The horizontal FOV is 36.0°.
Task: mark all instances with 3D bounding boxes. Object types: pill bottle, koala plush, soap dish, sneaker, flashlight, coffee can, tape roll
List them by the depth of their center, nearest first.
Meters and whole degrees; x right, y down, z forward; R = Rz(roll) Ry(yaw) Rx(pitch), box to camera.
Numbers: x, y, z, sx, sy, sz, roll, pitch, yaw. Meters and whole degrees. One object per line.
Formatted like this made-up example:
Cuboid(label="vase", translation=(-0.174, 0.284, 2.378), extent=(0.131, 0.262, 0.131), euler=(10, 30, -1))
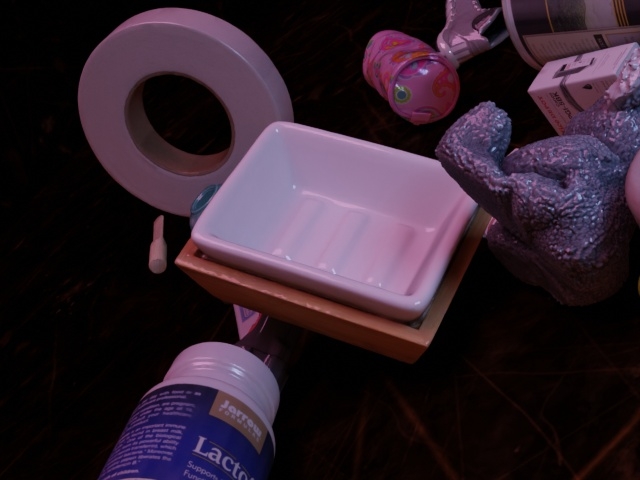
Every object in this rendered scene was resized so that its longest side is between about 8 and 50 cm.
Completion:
Cuboid(label="koala plush", translation=(0.268, -0.066, 0.937), extent=(0.221, 0.196, 0.203), euler=(-38, 32, -5))
Cuboid(label="pill bottle", translation=(-0.130, 0.228, 0.960), extent=(0.153, 0.153, 0.265), euler=(-25, 24, 27))
Cuboid(label="soap dish", translation=(0.024, 0.000, 1.079), extent=(0.290, 0.118, 0.229), euler=(17, 52, 19))
Cuboid(label="coffee can", translation=(0.380, -0.301, 1.146), extent=(0.275, 0.201, 0.201), euler=(6, 46, 47))
Cuboid(label="flashlight", translation=(-0.046, 0.067, 1.192), extent=(0.103, 0.103, 0.304), euler=(17, 62, 16))
Cuboid(label="sneaker", translation=(0.286, -0.387, 1.723), extent=(0.132, 0.086, 0.229), euler=(-17, 38, 32))
Cuboid(label="tape roll", translation=(-0.238, -0.216, 1.746), extent=(0.392, 0.392, 0.072), euler=(-24, 25, 30))

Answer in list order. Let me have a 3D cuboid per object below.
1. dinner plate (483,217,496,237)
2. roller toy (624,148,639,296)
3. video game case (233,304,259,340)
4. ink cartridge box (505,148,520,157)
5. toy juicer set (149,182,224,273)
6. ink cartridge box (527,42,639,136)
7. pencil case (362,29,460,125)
Cuboid(label="dinner plate", translation=(0.243, -0.041, 1.116), extent=(0.141, 0.017, 0.141), euler=(-33, 13, 9))
Cuboid(label="roller toy", translation=(0.350, -0.040, 0.782), extent=(0.191, 0.146, 0.209), euler=(-11, 32, 48))
Cuboid(label="video game case", translation=(0.000, 0.000, 1.400), extent=(0.300, 0.036, 0.329), euler=(-35, 21, 4))
Cuboid(label="ink cartridge box", translation=(0.230, -0.075, 1.209), extent=(0.083, 0.028, 0.048), euler=(-41, 21, -11))
Cuboid(label="toy juicer set", translation=(-0.177, -0.020, 1.657), extent=(0.329, 0.089, 0.209), euler=(-29, 30, 31))
Cuboid(label="ink cartridge box", translation=(0.326, -0.166, 1.150), extent=(0.056, 0.099, 0.135), euler=(-53, 25, -23))
Cuboid(label="pencil case", translation=(0.146, -0.276, 1.650), extent=(0.124, 0.124, 0.284), euler=(-35, 20, 4))
